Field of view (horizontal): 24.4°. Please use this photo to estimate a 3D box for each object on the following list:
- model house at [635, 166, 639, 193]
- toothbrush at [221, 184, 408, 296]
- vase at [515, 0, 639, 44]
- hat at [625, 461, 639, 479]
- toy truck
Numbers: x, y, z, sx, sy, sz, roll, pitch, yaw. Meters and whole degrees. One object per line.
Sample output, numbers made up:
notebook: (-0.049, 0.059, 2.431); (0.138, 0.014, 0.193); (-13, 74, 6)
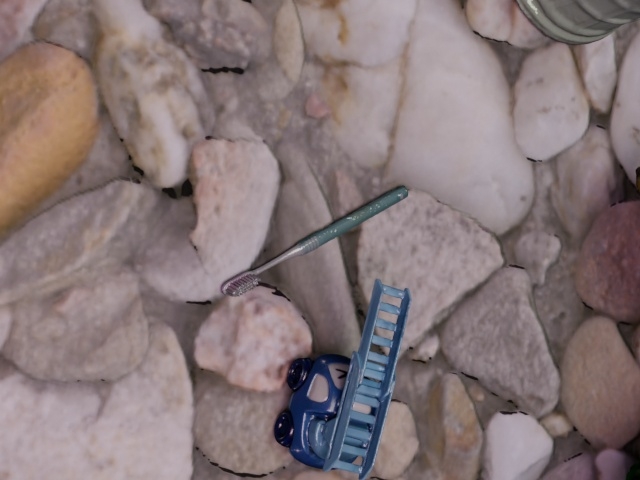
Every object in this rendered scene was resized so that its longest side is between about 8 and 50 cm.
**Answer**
model house: (0.387, 0.055, 1.150); (0.173, 0.239, 0.268); (-26, 67, 8)
toothbrush: (0.000, 0.000, 1.048); (0.167, 0.014, 0.011); (-29, 123, -27)
vase: (0.273, -0.222, 1.037); (0.143, 0.299, 0.143); (-1, 91, -30)
hat: (0.386, 0.251, 1.187); (0.274, 0.242, 0.332); (56, 24, 14)
toy truck: (0.019, 0.094, 1.029); (0.063, 0.074, 0.136); (17, 82, -30)
